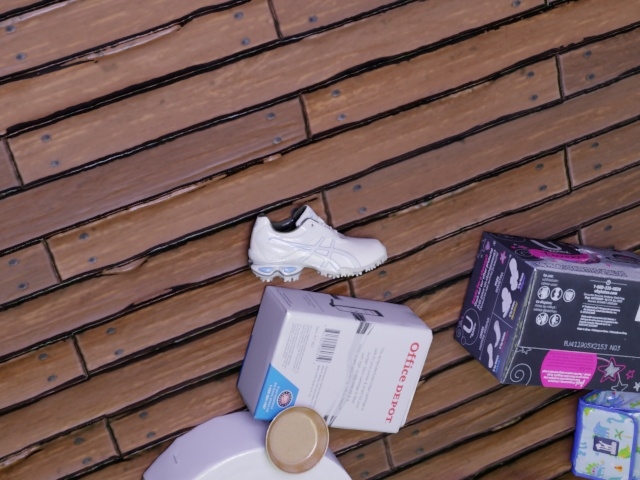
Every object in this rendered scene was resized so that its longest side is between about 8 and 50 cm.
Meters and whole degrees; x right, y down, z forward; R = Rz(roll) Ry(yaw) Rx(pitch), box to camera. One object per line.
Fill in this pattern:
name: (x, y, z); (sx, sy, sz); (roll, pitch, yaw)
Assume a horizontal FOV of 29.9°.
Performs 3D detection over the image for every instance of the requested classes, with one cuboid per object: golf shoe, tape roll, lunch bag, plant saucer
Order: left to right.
tape roll: (-0.093, 0.362, 1.529); (0.286, 0.100, 0.286); (-8, 114, -18)
plant saucer: (-0.030, 0.239, 1.445); (0.083, 0.015, 0.083); (0, 91, -26)
golf shoe: (0.000, 0.000, 1.443); (0.176, 0.069, 0.086); (-4, 106, -21)
lunch bag: (0.436, 0.275, 1.713); (0.151, 0.096, 0.128); (-2, 115, -5)

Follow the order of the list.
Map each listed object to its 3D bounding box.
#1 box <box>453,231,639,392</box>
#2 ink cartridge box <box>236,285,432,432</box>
box: (0.325, 0.092, 1.563); (0.247, 0.142, 0.163); (7, 107, -25)
ink cartridge box: (0.017, 0.149, 1.495); (0.203, 0.086, 0.148); (10, 107, -25)
